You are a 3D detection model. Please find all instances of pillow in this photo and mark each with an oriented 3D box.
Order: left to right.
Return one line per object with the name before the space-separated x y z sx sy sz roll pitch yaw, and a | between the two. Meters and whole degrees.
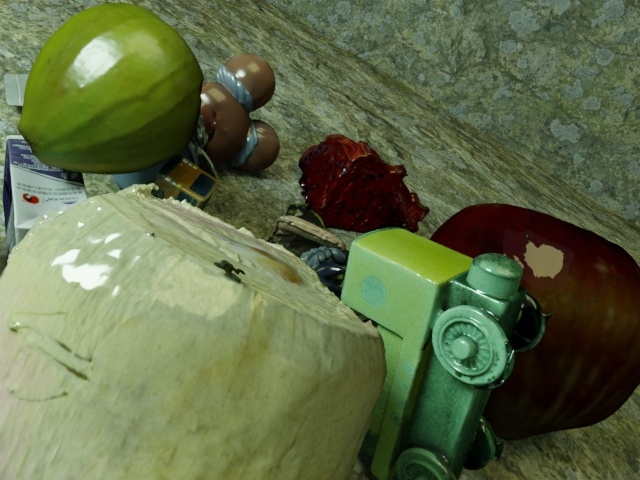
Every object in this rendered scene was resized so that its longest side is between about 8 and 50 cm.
pillow | -0.038 0.013 0.901 0.135 0.211 0.034 27 66 -7

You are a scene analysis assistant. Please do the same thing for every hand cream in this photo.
hand cream | -0.529 -0.328 1.090 0.314 0.089 0.139 -9 46 -33

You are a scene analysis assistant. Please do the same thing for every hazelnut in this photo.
hazelnut | 0.358 0.135 0.890 0.429 0.402 0.402 18 35 -21

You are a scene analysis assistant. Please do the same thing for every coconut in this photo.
coconut | -0.151 0.161 0.487 0.405 0.404 0.404 20 34 -14

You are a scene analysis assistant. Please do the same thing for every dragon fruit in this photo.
dragon fruit | 0.132 -0.171 1.234 0.329 0.228 0.286 11 35 -22

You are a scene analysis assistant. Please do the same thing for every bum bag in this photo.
bum bag | 0.000 0.000 1.053 0.107 0.060 0.232 -21 57 -43

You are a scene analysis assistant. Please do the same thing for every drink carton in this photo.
drink carton | -0.418 -0.040 0.729 0.102 0.134 0.222 3 41 -37

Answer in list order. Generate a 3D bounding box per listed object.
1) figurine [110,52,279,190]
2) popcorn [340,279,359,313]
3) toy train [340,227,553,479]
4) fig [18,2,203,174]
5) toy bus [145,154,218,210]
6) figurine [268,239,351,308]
figurine | -0.249 -0.245 1.044 0.248 0.276 0.388 7 29 10
popcorn | 0.066 0.105 0.976 0.084 0.084 0.084 20 34 -14
toy train | 0.135 0.176 0.662 0.253 0.397 0.160 26 29 35
fig | -0.308 -0.207 0.709 0.239 0.239 0.271 38 59 13
toy bus | -0.256 -0.043 0.820 0.103 0.182 0.091 32 32 -11
figurine | -0.046 0.105 0.796 0.175 0.197 0.265 -2 32 18
